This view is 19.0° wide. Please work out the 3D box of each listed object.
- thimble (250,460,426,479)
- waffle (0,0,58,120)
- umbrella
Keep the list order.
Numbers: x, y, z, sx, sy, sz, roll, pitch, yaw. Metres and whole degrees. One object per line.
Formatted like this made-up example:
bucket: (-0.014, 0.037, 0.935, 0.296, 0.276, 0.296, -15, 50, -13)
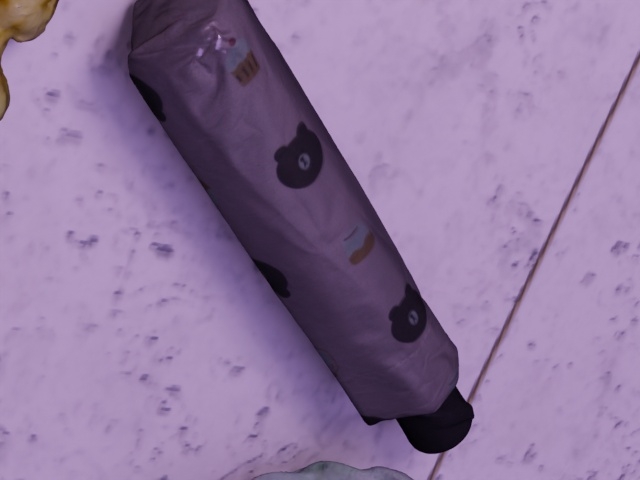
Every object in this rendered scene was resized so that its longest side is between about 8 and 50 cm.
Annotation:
thimble: (-0.011, 0.222, 1.033, 0.211, 0.185, 0.149, -3, 115, 4)
waffle: (-0.199, -0.164, 0.797, 0.250, 0.056, 0.261, -1, 110, -35)
umbrella: (0.000, 0.000, 1.000, 0.337, 0.067, 0.073, 58, 33, -37)
